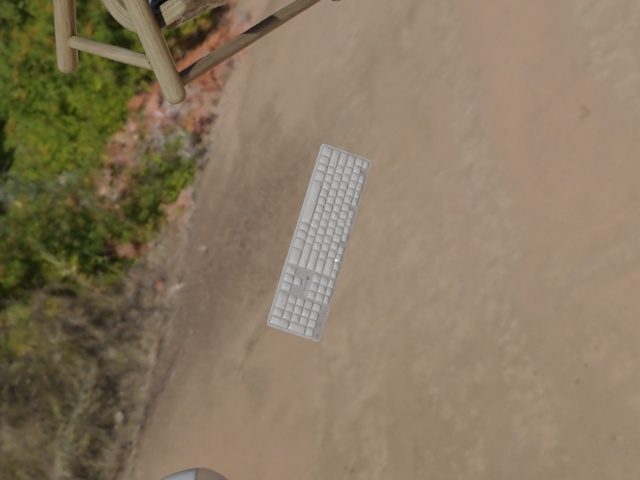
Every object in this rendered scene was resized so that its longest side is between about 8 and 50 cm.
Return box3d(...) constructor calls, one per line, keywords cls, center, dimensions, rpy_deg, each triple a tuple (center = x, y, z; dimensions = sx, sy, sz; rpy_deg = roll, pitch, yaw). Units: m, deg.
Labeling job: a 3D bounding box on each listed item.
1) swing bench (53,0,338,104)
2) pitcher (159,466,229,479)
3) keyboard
box3d(cls="swing bench", center=(-0.122, -0.298, 0.902), dimensions=(0.165, 0.255, 0.253), rpy_deg=(18, 43, 32))
box3d(cls="pitcher", center=(-0.147, 0.348, 1.038), dimensions=(0.207, 0.178, 0.125), rpy_deg=(-46, -6, 10))
box3d(cls="keyboard", center=(0.000, 0.000, 1.328), dimensions=(0.014, 0.072, 0.256), rpy_deg=(147, 142, -68))
